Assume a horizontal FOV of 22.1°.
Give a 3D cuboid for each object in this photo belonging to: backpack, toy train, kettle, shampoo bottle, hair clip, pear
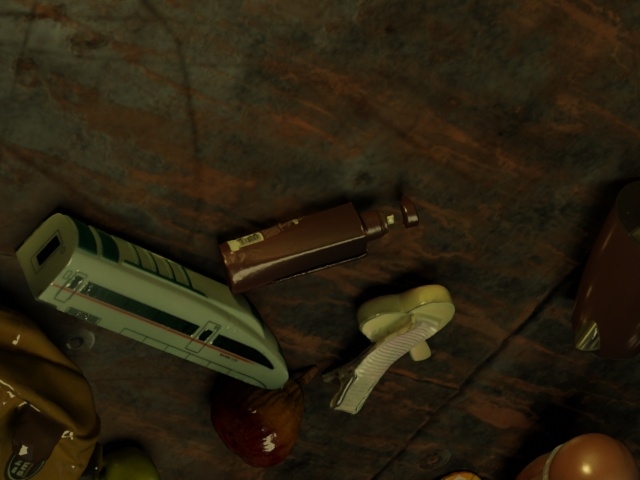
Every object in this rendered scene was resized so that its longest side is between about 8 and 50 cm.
[{"bbox_3d":[-0.426,0.224,1.775,0.353,0.201,0.378,-54,136,1],"label":"backpack"},{"bbox_3d":[-0.161,0.077,1.885,0.407,0.086,0.088,27,112,-43],"label":"toy train"},{"bbox_3d":[0.420,0.040,2.129,0.202,0.144,0.232,-36,157,-40],"label":"kettle"},{"bbox_3d":[0.000,0.000,1.904,0.236,0.068,0.067,-16,138,-9],"label":"shampoo bottle"},{"bbox_3d":[0.095,0.132,2.084,0.159,0.071,0.218,13,132,-43],"label":"hair clip"},{"bbox_3d":[-0.242,0.310,2.077,0.097,0.092,0.092,18,122,-38],"label":"pear"}]

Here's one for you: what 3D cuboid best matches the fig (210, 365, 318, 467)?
[{"bbox_3d":[-0.073,0.217,2.074,0.119,0.119,0.153,-58,174,30],"label":"fig"}]

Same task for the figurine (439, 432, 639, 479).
[{"bbox_3d":[0.303,0.442,2.396,0.388,0.248,0.276,-32,115,2],"label":"figurine"}]
